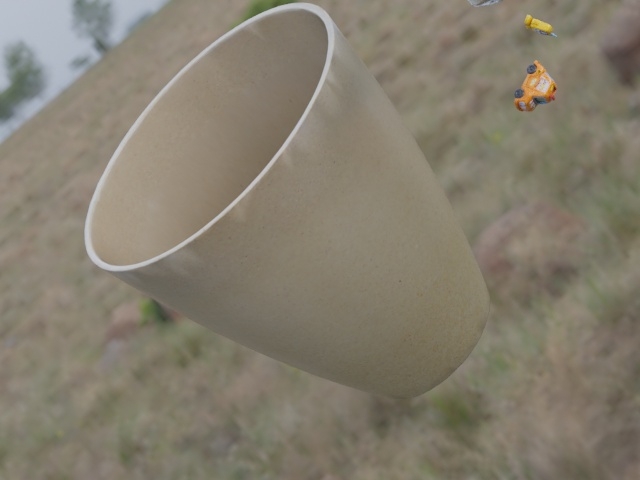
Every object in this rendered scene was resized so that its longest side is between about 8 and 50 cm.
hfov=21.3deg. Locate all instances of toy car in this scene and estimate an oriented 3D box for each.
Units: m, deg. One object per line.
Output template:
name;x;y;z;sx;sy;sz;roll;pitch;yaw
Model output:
toy car;0.239;-0.188;1.881;0.060;0.040;0.122;-55;-26;-21

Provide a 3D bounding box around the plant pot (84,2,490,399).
plant pot;0.000;0.000;1.346;0.256;0.274;0.256;-34;31;23

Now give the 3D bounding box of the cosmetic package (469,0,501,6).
cosmetic package;0.172;-0.305;1.067;0.309;0.160;0.113;-39;6;1
